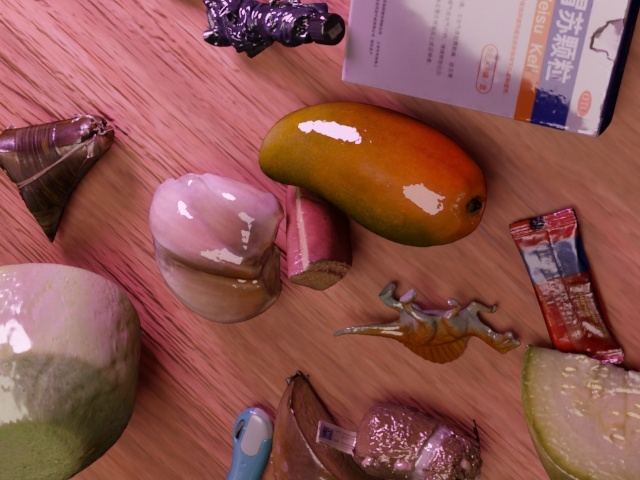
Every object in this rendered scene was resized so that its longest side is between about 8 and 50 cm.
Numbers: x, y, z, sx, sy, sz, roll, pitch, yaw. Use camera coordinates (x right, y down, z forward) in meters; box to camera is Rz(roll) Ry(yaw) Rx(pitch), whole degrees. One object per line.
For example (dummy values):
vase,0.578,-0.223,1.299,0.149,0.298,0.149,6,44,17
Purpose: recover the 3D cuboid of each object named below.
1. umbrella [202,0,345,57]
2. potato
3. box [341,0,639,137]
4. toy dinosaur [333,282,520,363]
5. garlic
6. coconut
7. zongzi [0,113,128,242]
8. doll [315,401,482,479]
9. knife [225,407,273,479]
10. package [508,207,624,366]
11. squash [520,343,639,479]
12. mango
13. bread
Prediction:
umbrella,-0.064,-0.253,1.168,0.224,0.071,0.080,18,120,42
potato,-0.012,0.321,1.382,0.138,0.098,0.243,-40,88,32
box,0.185,-0.248,1.076,0.300,0.106,0.200,17,116,20
toy dinosaur,0.136,0.115,1.273,0.212,0.057,0.142,-27,115,41
garlic,-0.153,0.010,1.303,0.228,0.110,0.217,26,133,34
coconut,-0.396,0.175,1.402,0.281,0.328,0.328,-5,109,-4
zongzi,-0.348,-0.086,1.405,0.187,0.084,0.184,-8,119,22
doll,0.105,0.273,1.302,0.221,0.105,0.114,10,75,22
knife,-0.114,0.334,1.470,0.064,0.031,0.222,25,120,11
package,0.295,0.062,1.186,0.083,0.022,0.200,-16,102,28
squash,0.353,0.259,1.226,0.237,0.155,0.204,15,82,21
mango,0.064,-0.088,1.177,0.289,0.129,0.146,28,127,18
bread,0.001,0.000,1.249,0.067,0.192,0.119,-23,131,17
